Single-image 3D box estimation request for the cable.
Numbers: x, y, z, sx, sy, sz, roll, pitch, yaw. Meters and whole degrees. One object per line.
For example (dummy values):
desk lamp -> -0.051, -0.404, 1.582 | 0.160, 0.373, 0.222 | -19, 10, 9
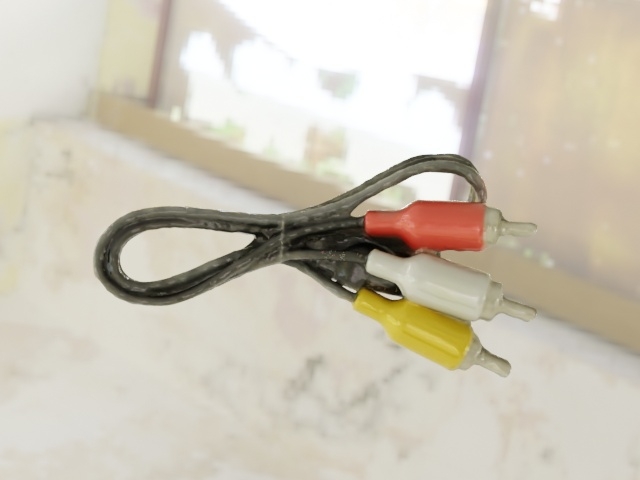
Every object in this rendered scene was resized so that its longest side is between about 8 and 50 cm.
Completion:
cable -> 0.000, 0.000, 1.241 | 0.287, 0.139, 0.072 | 9, -176, -6
